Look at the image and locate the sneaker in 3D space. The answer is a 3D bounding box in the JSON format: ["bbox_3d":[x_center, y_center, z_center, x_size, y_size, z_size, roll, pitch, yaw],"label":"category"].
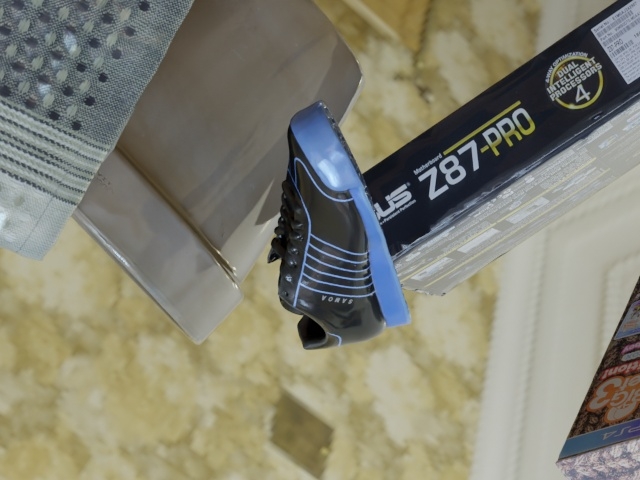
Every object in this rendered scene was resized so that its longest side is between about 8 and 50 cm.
[{"bbox_3d":[0.000,0.000,1.198,0.090,0.232,0.081,-21,-136,0],"label":"sneaker"}]

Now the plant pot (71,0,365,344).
[{"bbox_3d":[-0.123,-0.115,1.464,0.280,0.323,0.323,-45,-154,-5],"label":"plant pot"}]

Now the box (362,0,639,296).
[{"bbox_3d":[0.219,-0.090,1.571,0.395,0.097,0.318,-35,165,13],"label":"box"}]

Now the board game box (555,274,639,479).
[{"bbox_3d":[0.363,0.168,1.412,0.141,0.232,0.291,-24,-160,39],"label":"board game box"}]

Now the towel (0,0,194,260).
[{"bbox_3d":[-0.225,-0.168,0.921,0.312,0.324,0.056,-57,-152,14],"label":"towel"}]
